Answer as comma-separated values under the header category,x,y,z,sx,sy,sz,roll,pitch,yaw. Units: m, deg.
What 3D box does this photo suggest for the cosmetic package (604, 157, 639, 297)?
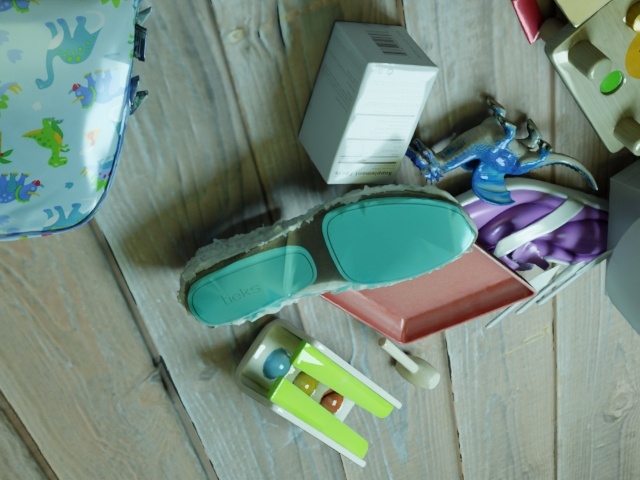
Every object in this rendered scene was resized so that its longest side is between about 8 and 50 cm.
category,x,y,z,sx,sy,sz,roll,pitch,yaw
cosmetic package,0.531,-0.012,1.682,0.127,0.107,0.237,-29,128,-29

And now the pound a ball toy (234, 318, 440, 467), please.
category,x,y,z,sx,sy,sz,roll,pitch,yaw
pound a ball toy,0.028,0.217,1.695,0.319,0.136,0.208,40,79,-45

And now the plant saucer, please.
category,x,y,z,sx,sy,sz,roll,pitch,yaw
plant saucer,0.147,0.054,1.575,0.258,0.047,0.259,-25,139,33

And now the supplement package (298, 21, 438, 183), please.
category,x,y,z,sx,sy,sz,roll,pitch,yaw
supplement package,0.057,-0.172,1.341,0.105,0.105,0.179,-2,131,-29

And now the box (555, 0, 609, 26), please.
category,x,y,z,sx,sy,sz,roll,pitch,yaw
box,0.350,-0.390,1.303,0.201,0.021,0.164,-38,110,9

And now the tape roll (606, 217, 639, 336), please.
category,x,y,z,sx,sy,sz,roll,pitch,yaw
tape roll,0.573,0.071,1.563,0.246,0.169,0.246,-9,125,-12

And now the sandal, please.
category,x,y,z,sx,sy,sz,roll,pitch,yaw
sandal,0.341,-0.008,1.636,0.416,0.102,0.169,-2,130,-30

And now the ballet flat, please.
category,x,y,z,sx,sy,sz,roll,pitch,yaw
ballet flat,0.000,0.000,1.418,0.409,0.147,0.147,-15,137,7

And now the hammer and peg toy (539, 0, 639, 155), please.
category,x,y,z,sx,sy,sz,roll,pitch,yaw
hammer and peg toy,0.482,-0.249,1.475,0.266,0.127,0.361,-41,136,8

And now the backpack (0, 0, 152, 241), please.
category,x,y,z,sx,sy,sz,roll,pitch,yaw
backpack,-0.317,-0.173,1.069,0.290,0.273,0.355,-8,145,-30

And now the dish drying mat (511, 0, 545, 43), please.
category,x,y,z,sx,sy,sz,roll,pitch,yaw
dish drying mat,0.281,-0.299,1.409,0.032,0.008,0.083,-33,137,5

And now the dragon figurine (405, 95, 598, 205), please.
category,x,y,z,sx,sy,sz,roll,pitch,yaw
dragon figurine,0.253,-0.108,1.512,0.289,0.085,0.144,21,120,-33

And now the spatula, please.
category,x,y,z,sx,sy,sz,roll,pitch,yaw
spatula,0.364,0.077,1.714,0.168,0.019,0.242,-21,165,-26
